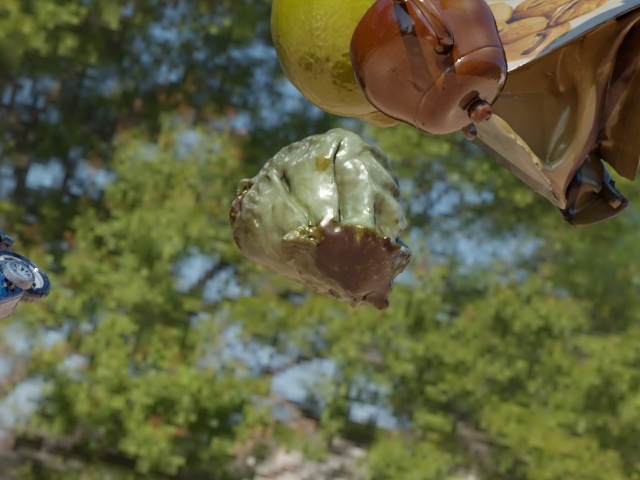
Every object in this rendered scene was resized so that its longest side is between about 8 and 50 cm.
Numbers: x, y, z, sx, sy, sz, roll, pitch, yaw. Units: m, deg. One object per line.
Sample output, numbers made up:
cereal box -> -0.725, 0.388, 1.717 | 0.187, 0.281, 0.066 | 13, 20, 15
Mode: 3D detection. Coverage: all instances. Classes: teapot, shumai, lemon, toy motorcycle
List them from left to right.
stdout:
toy motorcycle -> -0.371, 0.035, 1.847 | 0.135, 0.092, 0.254 | 39, 20, 10
shumai -> -0.006, 0.002, 1.722 | 0.184, 0.184, 0.142 | 12, 27, 8
lemon -> 0.034, -0.237, 1.913 | 0.184, 0.248, 0.184 | -10, 11, 2
teapot -> 0.085, -0.126, 1.291 | 0.116, 0.116, 0.173 | 11, -21, 16

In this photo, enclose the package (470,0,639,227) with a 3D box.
package -> 0.195, -0.144, 1.628 | 0.165, 0.221, 0.311 | 65, -5, -24
